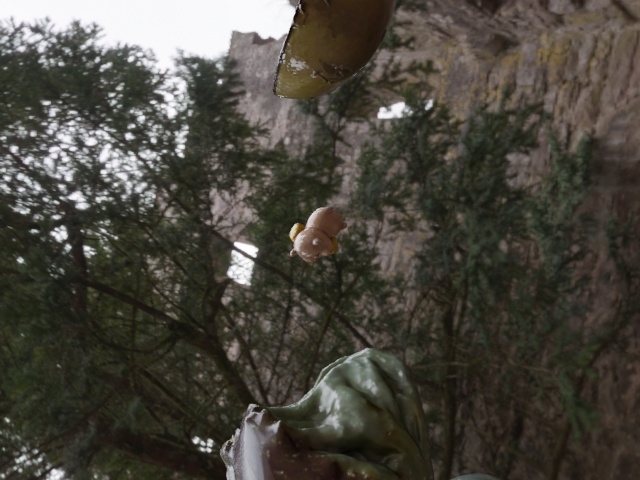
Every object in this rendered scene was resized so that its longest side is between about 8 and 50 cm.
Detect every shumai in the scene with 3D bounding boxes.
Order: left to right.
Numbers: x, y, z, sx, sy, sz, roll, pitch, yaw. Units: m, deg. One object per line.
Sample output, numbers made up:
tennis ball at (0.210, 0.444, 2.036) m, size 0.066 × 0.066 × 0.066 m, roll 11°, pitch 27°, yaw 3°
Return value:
shumai at (0.001, 0.176, 0.424) m, size 0.141 × 0.184 × 0.184 m, roll 1°, pitch -81°, yaw -7°

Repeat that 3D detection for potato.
potato at (0.036, -0.310, 0.887) m, size 0.116 × 0.299 × 0.239 m, roll 27°, pitch -118°, yaw -4°

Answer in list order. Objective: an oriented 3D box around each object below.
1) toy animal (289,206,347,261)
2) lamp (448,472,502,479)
toy animal at (0.000, 0.000, 1.140) m, size 0.091 × 0.114 × 0.082 m, roll 45°, pitch -155°, yaw -19°
lamp at (0.142, 0.266, 0.560) m, size 0.105 × 0.105 × 0.105 m, roll -8°, pitch -77°, yaw -38°
